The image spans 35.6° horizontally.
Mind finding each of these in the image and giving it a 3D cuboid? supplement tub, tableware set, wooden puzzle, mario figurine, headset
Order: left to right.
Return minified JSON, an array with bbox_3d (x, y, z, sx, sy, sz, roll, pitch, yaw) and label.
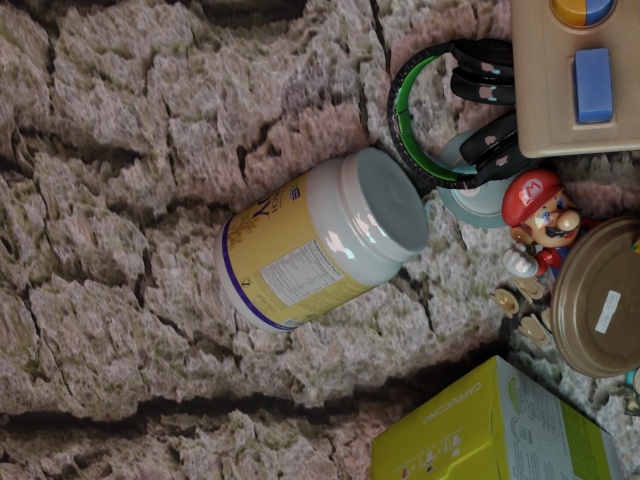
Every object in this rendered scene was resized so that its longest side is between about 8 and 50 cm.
[{"bbox_3d":[0.000,0.000,1.769,0.331,0.241,0.241,-30,101,30],"label":"supplement tub"},{"bbox_3d":[0.302,-0.217,1.626,0.394,0.185,0.243,-2,105,37],"label":"headset"},{"bbox_3d":[0.373,0.123,1.769,0.141,0.020,0.169,49,156,8],"label":"tableware set"},{"bbox_3d":[0.421,0.019,1.638,0.170,0.198,0.320,-26,111,38],"label":"mario figurine"},{"bbox_3d":[0.449,-0.291,1.429,0.347,0.080,0.322,-5,78,16],"label":"wooden puzzle"}]

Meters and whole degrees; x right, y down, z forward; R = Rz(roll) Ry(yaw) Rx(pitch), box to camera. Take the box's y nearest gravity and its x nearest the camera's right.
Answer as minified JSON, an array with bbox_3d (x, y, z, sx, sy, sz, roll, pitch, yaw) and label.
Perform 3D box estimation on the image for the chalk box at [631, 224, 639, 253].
[{"bbox_3d":[0.607,-0.099,1.490,0.180,0.179,0.289,21,87,13],"label":"chalk box"}]

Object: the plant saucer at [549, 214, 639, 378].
[{"bbox_3d":[0.495,0.097,1.628,0.041,0.278,0.278,25,134,60],"label":"plant saucer"}]

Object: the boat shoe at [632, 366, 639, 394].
[{"bbox_3d":[0.650,0.185,1.659,0.103,0.092,0.285,31,114,-30],"label":"boat shoe"}]

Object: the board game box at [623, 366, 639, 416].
[{"bbox_3d":[0.638,0.265,1.772,0.186,0.026,0.126,3,115,20],"label":"board game box"}]

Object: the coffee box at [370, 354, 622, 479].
[{"bbox_3d":[0.313,0.478,1.768,0.334,0.338,0.337,35,123,-22],"label":"coffee box"}]

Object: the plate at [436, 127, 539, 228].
[{"bbox_3d":[0.288,-0.103,1.733,0.188,0.024,0.188,9,118,17],"label":"plate"}]
